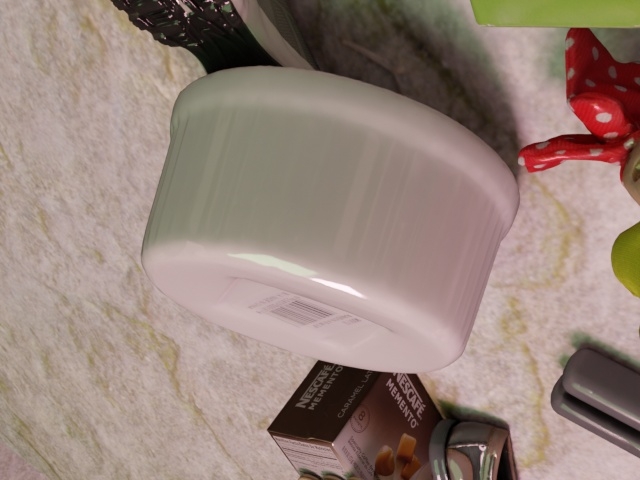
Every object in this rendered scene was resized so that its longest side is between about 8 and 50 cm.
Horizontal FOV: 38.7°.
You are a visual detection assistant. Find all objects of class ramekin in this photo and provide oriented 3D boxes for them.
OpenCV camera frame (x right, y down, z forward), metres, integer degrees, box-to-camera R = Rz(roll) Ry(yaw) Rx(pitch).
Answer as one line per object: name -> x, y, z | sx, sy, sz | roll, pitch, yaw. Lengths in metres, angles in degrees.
ramekin -> 0.000, 0.000, 0.691 | 0.277, 0.135, 0.277 | 15, 161, 6

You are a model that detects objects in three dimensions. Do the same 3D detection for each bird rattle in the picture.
bird rattle -> 0.219, -0.014, 0.495 | 0.207, 0.143, 0.253 | 22, -168, -8

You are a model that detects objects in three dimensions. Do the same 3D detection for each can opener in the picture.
can opener -> 0.319, 0.197, 0.748 | 0.283, 0.095, 0.076 | 28, 145, 16

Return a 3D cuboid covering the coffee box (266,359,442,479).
coffee box -> 0.068, 0.244, 1.009 | 0.098, 0.141, 0.246 | 0, 130, 43

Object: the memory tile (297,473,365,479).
memory tile -> 0.047, 0.297, 0.952 | 0.113, 0.012, 0.148 | -11, 122, 46

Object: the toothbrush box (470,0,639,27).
toothbrush box -> 0.120, -0.226, 0.312 | 0.206, 0.122, 0.283 | 24, 139, 58

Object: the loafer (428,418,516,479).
loafer -> 0.194, 0.314, 0.996 | 0.084, 0.096, 0.267 | -9, 114, 31

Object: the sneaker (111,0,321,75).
sneaker -> -0.054, -0.160, 0.688 | 0.100, 0.108, 0.271 | -7, 144, 25
